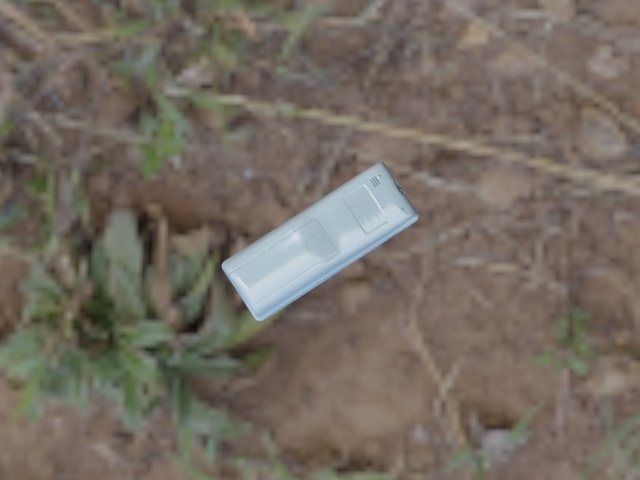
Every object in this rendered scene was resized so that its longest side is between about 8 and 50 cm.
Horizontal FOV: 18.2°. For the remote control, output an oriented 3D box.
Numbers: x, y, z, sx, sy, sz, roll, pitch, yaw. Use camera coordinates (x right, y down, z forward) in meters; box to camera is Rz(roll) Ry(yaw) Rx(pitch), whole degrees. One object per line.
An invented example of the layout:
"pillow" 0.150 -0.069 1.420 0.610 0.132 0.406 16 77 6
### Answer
"remote control" 0.000 0.000 1.653 0.162 0.061 0.029 -34 175 -2
